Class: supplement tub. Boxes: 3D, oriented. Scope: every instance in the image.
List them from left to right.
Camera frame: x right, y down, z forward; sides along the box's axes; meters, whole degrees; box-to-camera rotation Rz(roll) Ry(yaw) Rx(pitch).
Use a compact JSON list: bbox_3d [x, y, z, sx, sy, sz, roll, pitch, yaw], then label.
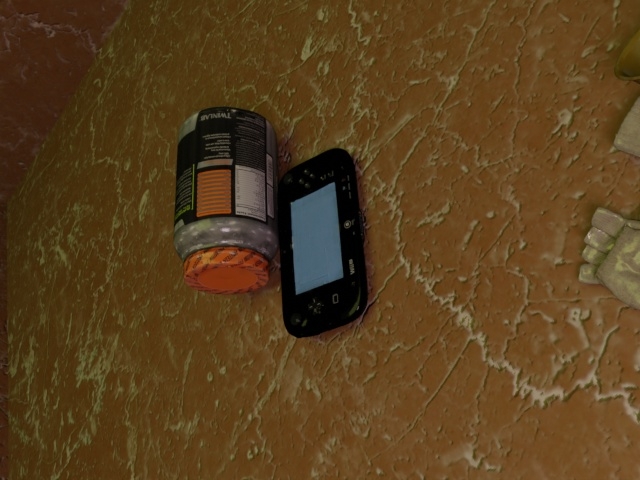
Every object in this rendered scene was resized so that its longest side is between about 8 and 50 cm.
[{"bbox_3d":[-0.173,-0.072,1.302,0.193,0.193,0.316,-26,56,41],"label":"supplement tub"}]

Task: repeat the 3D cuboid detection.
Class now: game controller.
[{"bbox_3d":[0.000,0.000,1.170,0.166,0.067,0.319,-29,55,40],"label":"game controller"}]

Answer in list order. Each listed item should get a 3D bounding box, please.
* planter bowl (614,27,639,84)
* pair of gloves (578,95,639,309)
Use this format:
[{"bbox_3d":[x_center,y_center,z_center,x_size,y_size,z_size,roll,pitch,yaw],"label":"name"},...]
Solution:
[{"bbox_3d":[0.421,-0.210,0.712,0.217,0.090,0.217,-45,10,10],"label":"planter bowl"},{"bbox_3d":[0.393,-0.034,0.743,0.204,0.042,0.240,24,95,48],"label":"pair of gloves"}]
